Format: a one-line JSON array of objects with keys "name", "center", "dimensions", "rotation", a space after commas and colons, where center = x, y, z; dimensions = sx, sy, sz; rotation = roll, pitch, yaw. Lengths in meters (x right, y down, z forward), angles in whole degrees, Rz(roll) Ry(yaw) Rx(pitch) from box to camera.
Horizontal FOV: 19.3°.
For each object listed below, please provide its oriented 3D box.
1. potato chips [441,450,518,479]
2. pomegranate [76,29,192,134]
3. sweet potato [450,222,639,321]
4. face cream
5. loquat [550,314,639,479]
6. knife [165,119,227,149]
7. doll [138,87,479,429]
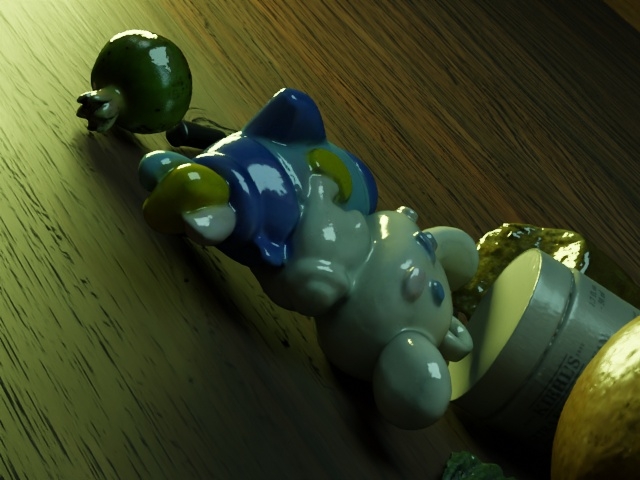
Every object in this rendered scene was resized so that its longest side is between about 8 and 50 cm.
[{"name": "potato chips", "center": [0.140, 0.232, 1.662], "dimensions": [0.092, 0.028, 0.207], "rotation": [34, 17, 8]}, {"name": "pomegranate", "center": [-0.201, -0.159, 1.989], "dimensions": [0.114, 0.114, 0.142], "rotation": [39, 45, 17]}, {"name": "sweet potato", "center": [0.309, 0.119, 2.030], "dimensions": [0.370, 0.158, 0.158], "rotation": [39, 17, -13]}, {"name": "face cream", "center": [0.230, 0.118, 1.849], "dimensions": [0.153, 0.177, 0.177], "rotation": [30, 19, -8]}, {"name": "loquat", "center": [0.361, 0.202, 1.637], "dimensions": [0.328, 0.328, 0.328], "rotation": [29, 19, -11]}, {"name": "knife", "center": [-0.088, -0.097, 2.129], "dimensions": [0.230, 0.028, 0.060], "rotation": [8, 42, -56]}, {"name": "doll", "center": [0.005, -0.007, 1.792], "dimensions": [0.366, 0.187, 0.376], "rotation": [37, 3, -7]}]
